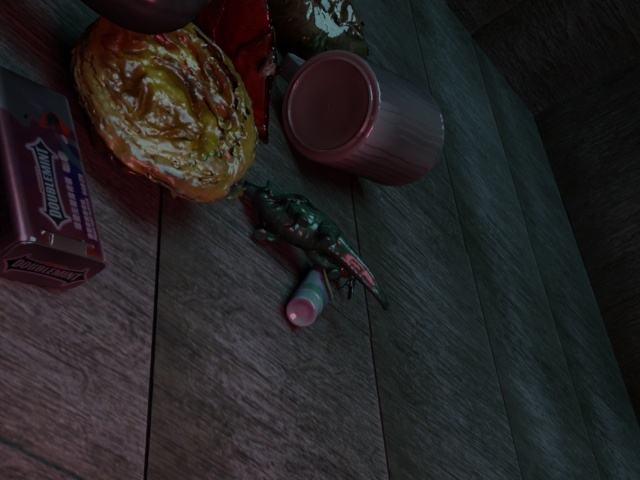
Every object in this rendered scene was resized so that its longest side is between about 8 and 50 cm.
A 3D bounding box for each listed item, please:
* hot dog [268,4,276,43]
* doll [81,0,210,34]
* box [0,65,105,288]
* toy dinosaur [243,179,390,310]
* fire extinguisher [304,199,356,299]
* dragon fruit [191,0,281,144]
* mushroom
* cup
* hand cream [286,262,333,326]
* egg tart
[{"bbox_3d":[-0.152,-0.447,1.736,0.144,0.075,0.268,18,50,-61],"label":"hot dog"},{"bbox_3d":[-0.264,-0.434,1.246,0.382,0.252,0.378,-40,102,-46],"label":"doll"},{"bbox_3d":[-0.302,-0.067,1.012,0.120,0.069,0.224,20,45,-55],"label":"box"},{"bbox_3d":[-0.006,0.004,1.455,0.292,0.079,0.120,42,23,5],"label":"toy dinosaur"},{"bbox_3d":[0.007,0.014,1.565,0.177,0.050,0.062,52,49,-17],"label":"fire extinguisher"},{"bbox_3d":[-0.164,-0.337,1.412,0.100,0.282,0.343,-15,55,-26],"label":"dragon fruit"},{"bbox_3d":[-0.034,-0.435,1.916,0.151,0.156,0.285,-34,88,-41],"label":"mushroom"},{"bbox_3d":[0.069,-0.249,1.788,0.273,0.208,0.288,8,57,-59],"label":"cup"},{"bbox_3d":[-0.010,0.078,1.466,0.174,0.047,0.076,-50,126,-71],"label":"hand cream"},{"bbox_3d":[-0.206,-0.161,1.256,0.297,0.132,0.297,27,46,-31],"label":"egg tart"}]
